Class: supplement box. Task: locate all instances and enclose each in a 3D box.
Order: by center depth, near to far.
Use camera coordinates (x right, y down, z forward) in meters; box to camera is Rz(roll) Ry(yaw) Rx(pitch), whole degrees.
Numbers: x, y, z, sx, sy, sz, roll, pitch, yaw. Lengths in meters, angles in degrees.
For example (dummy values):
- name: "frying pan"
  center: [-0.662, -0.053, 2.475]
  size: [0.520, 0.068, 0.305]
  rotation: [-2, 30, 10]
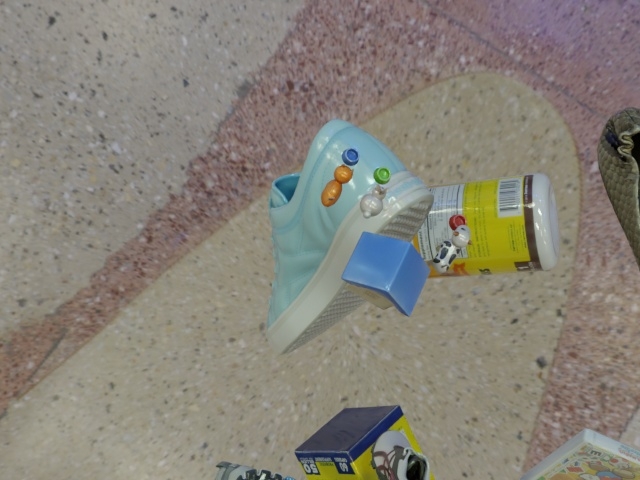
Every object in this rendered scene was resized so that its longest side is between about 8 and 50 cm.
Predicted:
- name: "supplement box"
  center: [0.133, 0.578, 1.766]
  size: [0.195, 0.194, 0.356]
  rotation: [-32, 99, -41]

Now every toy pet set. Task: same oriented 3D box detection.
- name: "toy pet set"
  center: [0.057, -0.008, 0.607]
  size: [0.122, 0.065, 0.114]
  rotation: [30, 71, -6]

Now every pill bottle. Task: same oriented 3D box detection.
- name: "pill bottle"
  center: [0.175, -0.014, 0.952]
  size: [0.215, 0.117, 0.117]
  rotation: [-5, 83, 23]

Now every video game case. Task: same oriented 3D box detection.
- name: "video game case"
  center: [0.443, 0.376, 1.187]
  size: [0.206, 0.227, 0.026]
  rotation: [23, 52, 1]

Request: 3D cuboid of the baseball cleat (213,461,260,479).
- name: "baseball cleat"
  center: [-0.099, 0.390, 1.026]
  size: [0.109, 0.072, 0.205]
  rotation: [-1, 95, 46]

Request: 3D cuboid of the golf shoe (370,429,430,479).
- name: "golf shoe"
  center: [0.167, 0.440, 1.493]
  size: [0.105, 0.273, 0.120]
  rotation: [25, 110, -10]

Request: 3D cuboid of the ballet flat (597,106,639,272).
- name: "ballet flat"
  center: [0.251, 0.010, 0.515]
  size: [0.084, 0.058, 0.249]
  rotation: [-19, 62, 10]

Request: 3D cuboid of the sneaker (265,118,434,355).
- name: "sneaker"
  center: [0.000, 0.000, 0.884]
  size: [0.135, 0.366, 0.150]
  rotation: [-24, 70, -35]

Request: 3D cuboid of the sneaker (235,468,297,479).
- name: "sneaker"
  center: [-0.016, 0.321, 0.935]
  size: [0.191, 0.083, 0.071]
  rotation: [21, 68, -3]
